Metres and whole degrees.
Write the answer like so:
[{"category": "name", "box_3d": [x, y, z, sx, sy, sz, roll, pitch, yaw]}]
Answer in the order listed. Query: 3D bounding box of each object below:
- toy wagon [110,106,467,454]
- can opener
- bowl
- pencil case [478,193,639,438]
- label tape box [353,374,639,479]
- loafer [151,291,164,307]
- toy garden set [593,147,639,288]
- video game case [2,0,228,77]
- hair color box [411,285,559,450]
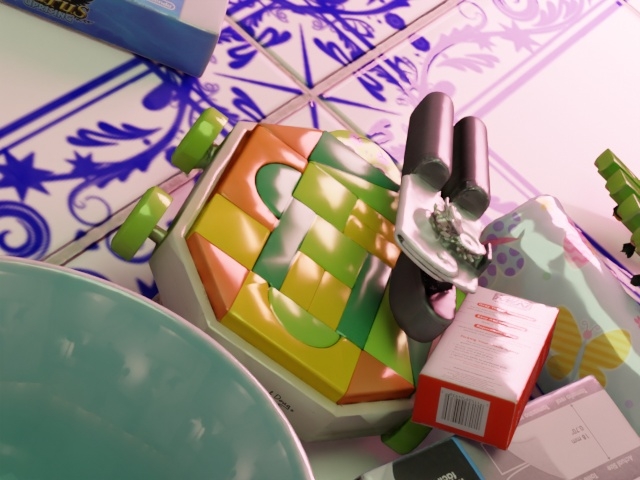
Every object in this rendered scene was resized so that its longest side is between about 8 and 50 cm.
[{"category": "toy wagon", "box_3d": [0.000, 0.000, 1.006, 0.267, 0.068, 0.344, 36, 39, -9]}, {"category": "can opener", "box_3d": [0.086, -0.032, 1.000, 0.074, 0.093, 0.280, 36, 29, -12]}, {"category": "bowl", "box_3d": [-0.172, 0.165, 0.702, 0.311, 0.163, 0.311, 20, 29, -12]}, {"category": "pencil case", "box_3d": [0.226, 0.091, 1.050, 0.273, 0.113, 0.124, 53, 16, 18]}, {"category": "label tape box", "box_3d": [0.183, 0.280, 0.874, 0.240, 0.106, 0.334, -16, 62, -37]}, {"category": "loafer", "box_3d": [-0.088, 0.089, 0.928, 0.045, 0.039, 0.125, -21, 66, -40]}, {"category": "toy garden set", "box_3d": [0.328, 0.036, 1.166, 0.204, 0.049, 0.244, 43, 17, -13]}, {"category": "video game case", "box_3d": [-0.204, -0.291, 1.171, 0.269, 0.061, 0.244, 20, 45, -13]}, {"category": "hair color box", "box_3d": [0.120, 0.087, 0.923, 0.072, 0.043, 0.141, 16, 29, 16]}]
